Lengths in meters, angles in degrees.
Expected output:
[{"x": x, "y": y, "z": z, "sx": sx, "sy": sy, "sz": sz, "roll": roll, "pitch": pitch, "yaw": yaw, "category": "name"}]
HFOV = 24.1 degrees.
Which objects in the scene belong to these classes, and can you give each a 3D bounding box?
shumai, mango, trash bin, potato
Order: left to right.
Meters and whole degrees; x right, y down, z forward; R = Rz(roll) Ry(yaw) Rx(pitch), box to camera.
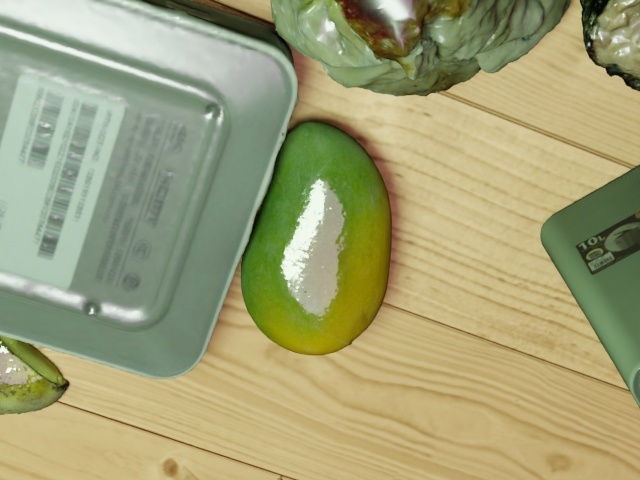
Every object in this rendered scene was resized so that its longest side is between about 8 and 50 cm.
[{"x": -0.378, "y": 0.143, "z": 1.655, "sx": 0.198, "sy": 0.054, "sz": 0.119, "roll": 30, "pitch": 106, "yaw": -15, "category": "potato"}, {"x": 0.000, "y": 0.000, "z": 1.583, "sx": 0.156, "sy": 0.114, "sz": 0.251, "roll": 11, "pitch": 101, "yaw": 3, "category": "mango"}, {"x": 0.113, "y": -0.244, "z": 1.395, "sx": 0.304, "sy": 0.263, "sz": 0.309, "roll": 24, "pitch": 110, "yaw": -11, "category": "shumai"}, {"x": 0.367, "y": 0.093, "z": 1.513, "sx": 0.158, "sy": 0.343, "sz": 0.223, "roll": -31, "pitch": 111, "yaw": 8, "category": "trash bin"}]

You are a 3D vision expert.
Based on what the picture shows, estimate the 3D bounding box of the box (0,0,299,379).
[{"x": -0.254, "y": -0.078, "z": 1.530, "sx": 0.396, "sy": 0.111, "sz": 0.396, "roll": 17, "pitch": 114, "yaw": -8, "category": "box"}]

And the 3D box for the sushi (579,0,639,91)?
[{"x": 0.431, "y": -0.230, "z": 1.467, "sx": 0.350, "sy": 0.171, "sz": 0.211, "roll": 8, "pitch": 113, "yaw": -5, "category": "sushi"}]
